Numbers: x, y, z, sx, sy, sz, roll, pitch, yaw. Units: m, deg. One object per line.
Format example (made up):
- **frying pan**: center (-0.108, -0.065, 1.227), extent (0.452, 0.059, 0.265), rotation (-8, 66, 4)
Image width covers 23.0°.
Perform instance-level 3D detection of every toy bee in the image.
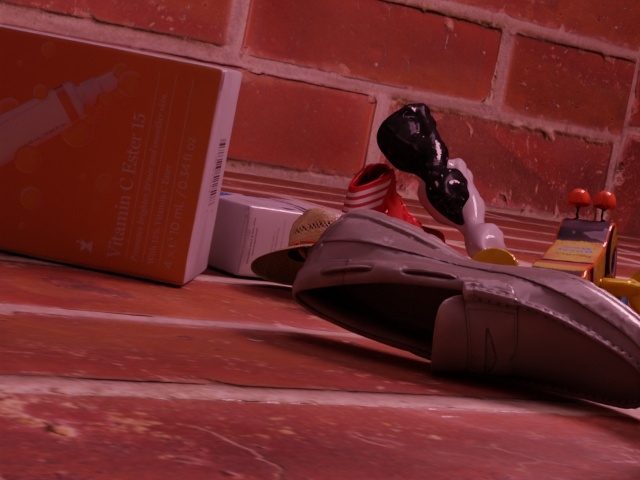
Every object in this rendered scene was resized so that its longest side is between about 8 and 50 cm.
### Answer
- **toy bee**: center (0.237, 0.032, 1.511), extent (0.195, 0.162, 0.298), rotation (3, 4, -1)

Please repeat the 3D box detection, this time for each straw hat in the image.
- **straw hat**: center (0.000, 0.000, 1.624), extent (0.144, 0.061, 0.144), rotation (0, -18, 0)

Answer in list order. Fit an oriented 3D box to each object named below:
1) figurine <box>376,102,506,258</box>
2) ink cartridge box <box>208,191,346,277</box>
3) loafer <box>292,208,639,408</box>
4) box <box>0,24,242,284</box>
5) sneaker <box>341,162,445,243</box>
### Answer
- **figurine**: center (0.187, -0.063, 2.267), extent (0.215, 0.092, 0.209), rotation (50, 8, -41)
- **ink cartridge box**: center (-0.051, -0.003, 1.761), extent (0.190, 0.082, 0.139), rotation (5, 8, -40)
- **loafer**: center (0.127, 0.071, 1.288), extent (0.319, 0.112, 0.111), rotation (18, 44, 26)
- **box**: center (-0.271, -0.098, 1.569), extent (0.345, 0.215, 0.168), rotation (11, 5, 2)
- **sneaker**: center (0.118, -0.044, 2.317), extent (0.087, 0.128, 0.221), rotation (16, 8, 38)
